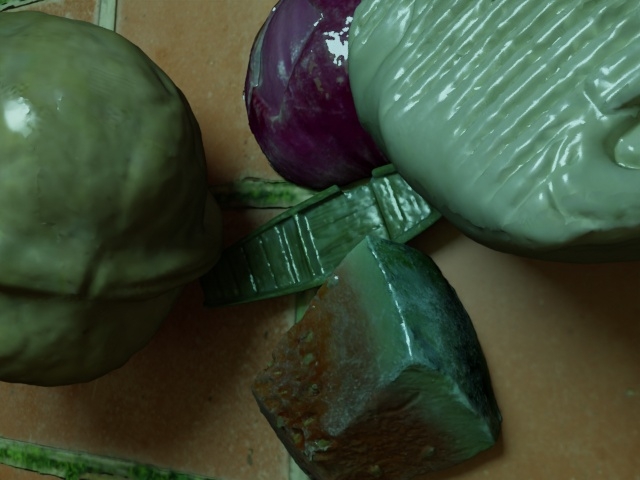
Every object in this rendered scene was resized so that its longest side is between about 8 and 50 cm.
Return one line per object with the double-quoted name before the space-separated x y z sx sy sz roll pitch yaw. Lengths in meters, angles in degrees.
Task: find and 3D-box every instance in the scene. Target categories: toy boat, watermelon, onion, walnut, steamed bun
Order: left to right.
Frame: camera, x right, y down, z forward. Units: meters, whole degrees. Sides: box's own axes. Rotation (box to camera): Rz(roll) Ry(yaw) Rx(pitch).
"walnut" -0.274 -0.046 0.657 0.382 0.381 0.380 -4 82 27
"toy boat" 0.000 0.000 0.674 0.293 0.055 0.093 -24 74 23
"onion" 0.004 -0.187 0.668 0.248 0.111 0.249 -15 78 24
"watermelon" 0.026 0.146 0.621 0.257 0.140 0.192 -37 60 27
"steamed bun" 0.212 -0.133 0.470 0.342 0.255 0.367 -43 42 23
